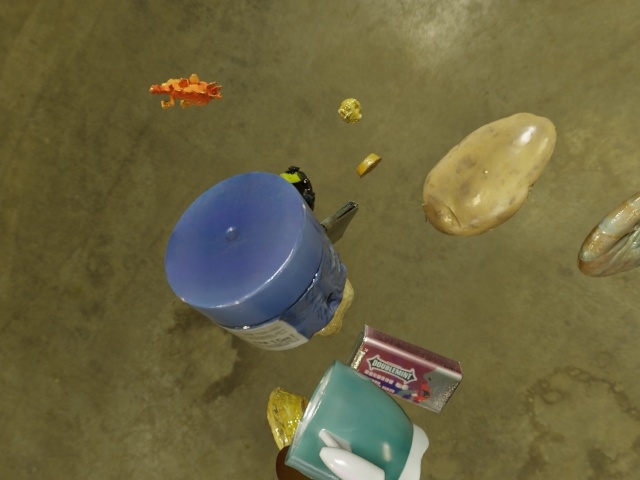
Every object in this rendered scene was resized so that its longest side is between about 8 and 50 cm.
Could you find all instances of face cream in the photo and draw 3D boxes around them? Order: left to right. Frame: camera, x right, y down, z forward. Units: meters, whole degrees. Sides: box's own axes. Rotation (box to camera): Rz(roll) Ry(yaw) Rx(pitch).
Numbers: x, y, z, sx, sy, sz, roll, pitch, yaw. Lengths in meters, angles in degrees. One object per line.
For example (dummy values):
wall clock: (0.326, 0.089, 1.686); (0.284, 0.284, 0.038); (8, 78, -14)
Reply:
face cream: (-0.100, 0.044, 0.712); (0.249, 0.225, 0.249); (-10, 56, 16)

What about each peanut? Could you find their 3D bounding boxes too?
peanut: (0.052, 0.252, 1.656); (0.159, 0.143, 0.291); (10, 90, -1)

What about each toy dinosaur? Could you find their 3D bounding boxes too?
toy dinosaur: (-0.326, -0.395, 1.090); (0.117, 0.288, 0.070); (-5, 100, 30)

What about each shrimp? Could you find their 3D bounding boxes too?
shrimp: (0.445, -0.040, 0.536); (0.254, 0.059, 0.145); (-29, 132, 2)

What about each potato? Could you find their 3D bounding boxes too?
potato: (0.272, -0.108, 0.686); (0.161, 0.128, 0.234); (42, 121, 35)

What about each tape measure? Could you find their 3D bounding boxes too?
tape measure: (-0.097, -0.170, 1.486); (0.112, 0.186, 0.199); (-18, 95, -20)

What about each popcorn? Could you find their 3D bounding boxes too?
popcorn: (0.095, -0.447, 1.415); (0.084, 0.084, 0.084); (1, 94, 8)

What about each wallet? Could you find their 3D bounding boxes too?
wallet: (-0.001, 0.000, 1.223); (0.044, 0.317, 0.169); (37, 133, 14)

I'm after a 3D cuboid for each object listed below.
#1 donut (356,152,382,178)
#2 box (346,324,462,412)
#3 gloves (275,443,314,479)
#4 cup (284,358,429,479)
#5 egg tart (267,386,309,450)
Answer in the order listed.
donut: (0.176, -0.278, 1.496); (0.043, 0.108, 0.097); (45, 131, 5)
box: (0.176, 0.277, 0.881); (0.224, 0.069, 0.120); (21, 112, 1)
gloves: (0.005, 0.606, 1.155); (0.116, 0.294, 0.133); (-18, 70, 25)
cup: (0.060, 0.293, 0.615); (0.173, 0.299, 0.167); (26, 86, 5)
egg tart: (-0.083, 0.652, 1.456); (0.123, 0.294, 0.294); (-26, 90, 3)
